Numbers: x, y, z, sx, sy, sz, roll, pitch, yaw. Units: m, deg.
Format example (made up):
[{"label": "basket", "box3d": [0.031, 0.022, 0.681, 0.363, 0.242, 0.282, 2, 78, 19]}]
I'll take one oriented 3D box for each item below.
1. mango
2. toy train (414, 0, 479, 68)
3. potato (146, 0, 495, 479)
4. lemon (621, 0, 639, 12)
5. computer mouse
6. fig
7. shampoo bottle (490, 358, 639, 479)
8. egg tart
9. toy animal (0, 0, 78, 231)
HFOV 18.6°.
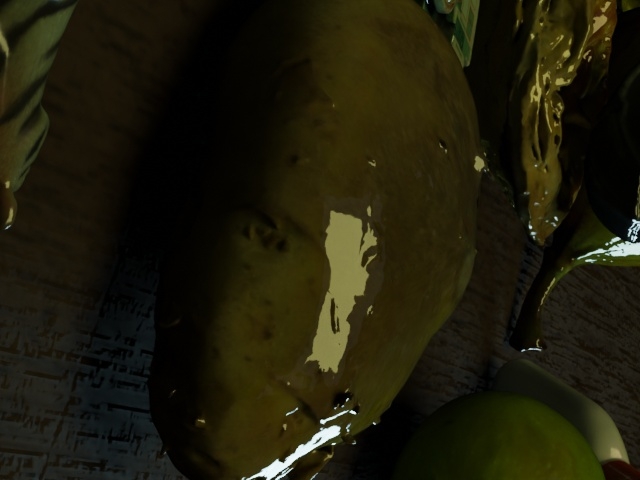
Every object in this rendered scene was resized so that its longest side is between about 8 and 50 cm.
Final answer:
[{"label": "mango", "box3d": [0.134, 0.228, 1.407, 0.343, 0.156, 0.192, 71, 33, -59]}, {"label": "toy train", "box3d": [0.064, -0.196, 1.178, 0.125, 0.080, 0.194, 53, 46, -70]}, {"label": "potato", "box3d": [0.000, 0.000, 0.995, 0.192, 0.141, 0.296, 69, 37, -48]}, {"label": "lemon", "box3d": [0.368, -0.247, 1.813, 0.188, 0.188, 0.257, 72, 21, -49]}, {"label": "computer mouse", "box3d": [0.223, -0.068, 1.397, 0.192, 0.062, 0.106, -69, 166, -54]}, {"label": "fig", "box3d": [0.256, -0.037, 1.646, 0.321, 0.217, 0.217, -49, 150, -13]}, {"label": "shampoo bottle", "box3d": [0.198, 0.169, 1.512, 0.221, 0.051, 0.108, -147, -128, -64]}, {"label": "egg tart", "box3d": [0.150, -0.120, 1.395, 0.241, 0.106, 0.241, 9, 90, -74]}, {"label": "toy animal", "box3d": [-0.108, -0.145, 0.733, 0.170, 0.089, 0.255, -54, 143, -46]}]
